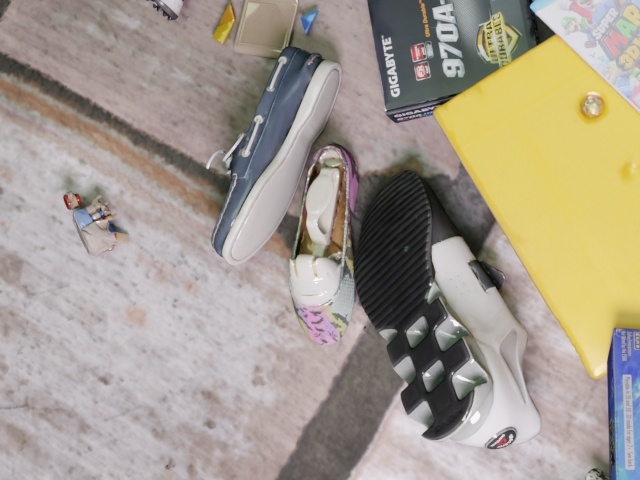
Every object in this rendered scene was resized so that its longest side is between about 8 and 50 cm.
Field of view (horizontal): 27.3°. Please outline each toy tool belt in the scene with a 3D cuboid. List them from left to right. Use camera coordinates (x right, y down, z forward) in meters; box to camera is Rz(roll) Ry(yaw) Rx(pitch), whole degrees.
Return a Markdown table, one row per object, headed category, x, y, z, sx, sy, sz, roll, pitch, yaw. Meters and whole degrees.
| category | x | y | z | sx | sy | sz | roll | pitch | yaw |
| --- | --- | --- | --- | --- | --- | --- | --- | --- | --- |
| toy tool belt | -0.260 | -0.025 | 1.534 | 0.051 | 0.052 | 0.083 | -23 | 75 | -19 |

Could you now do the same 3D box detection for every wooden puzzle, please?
| category | x | y | z | sx | sy | sz | roll | pitch | yaw |
| --- | --- | --- | --- | --- | --- | --- | --- | --- | --- |
| wooden puzzle | -0.063 | -0.249 | 1.524 | 0.116 | 0.014 | 0.078 | 18 | 91 | 20 |

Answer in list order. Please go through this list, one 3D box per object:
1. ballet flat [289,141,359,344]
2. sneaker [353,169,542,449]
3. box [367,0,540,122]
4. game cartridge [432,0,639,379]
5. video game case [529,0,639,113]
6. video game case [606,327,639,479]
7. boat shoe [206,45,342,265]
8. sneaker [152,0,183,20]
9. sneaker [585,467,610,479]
| category | x | y | z | sx | sy | sz | roll | pitch | yaw |
| --- | --- | --- | --- | --- | --- | --- | --- | --- | --- |
| ballet flat | 0.000 | 0.000 | 1.422 | 0.077 | 0.079 | 0.221 | 3 | 82 | 18 |
| sneaker | 0.135 | 0.076 | 1.358 | 0.122 | 0.146 | 0.330 | -42 | 45 | 33 |
| box | 0.142 | -0.253 | 1.436 | 0.175 | 0.051 | 0.220 | -11 | 78 | 15 |
| game cartridge | 0.314 | -0.067 | 1.325 | 0.285 | 0.053 | 0.323 | -31 | 85 | 10 |
| video game case | 0.307 | -0.216 | 1.295 | 0.119 | 0.015 | 0.166 | -45 | 80 | 8 |
| video game case | 0.384 | 0.199 | 1.174 | 0.244 | 0.061 | 0.269 | 4 | 45 | 7 |
| boat shoe | -0.063 | -0.097 | 1.452 | 0.079 | 0.095 | 0.254 | 24 | 87 | 19 |
| sneaker | -0.226 | -0.367 | 1.567 | 0.234 | 0.078 | 0.106 | 41 | 91 | 16 |
| sneaker | 0.310 | 0.289 | 1.247 | 0.410 | 0.158 | 0.182 | -15 | 59 | 10 |
